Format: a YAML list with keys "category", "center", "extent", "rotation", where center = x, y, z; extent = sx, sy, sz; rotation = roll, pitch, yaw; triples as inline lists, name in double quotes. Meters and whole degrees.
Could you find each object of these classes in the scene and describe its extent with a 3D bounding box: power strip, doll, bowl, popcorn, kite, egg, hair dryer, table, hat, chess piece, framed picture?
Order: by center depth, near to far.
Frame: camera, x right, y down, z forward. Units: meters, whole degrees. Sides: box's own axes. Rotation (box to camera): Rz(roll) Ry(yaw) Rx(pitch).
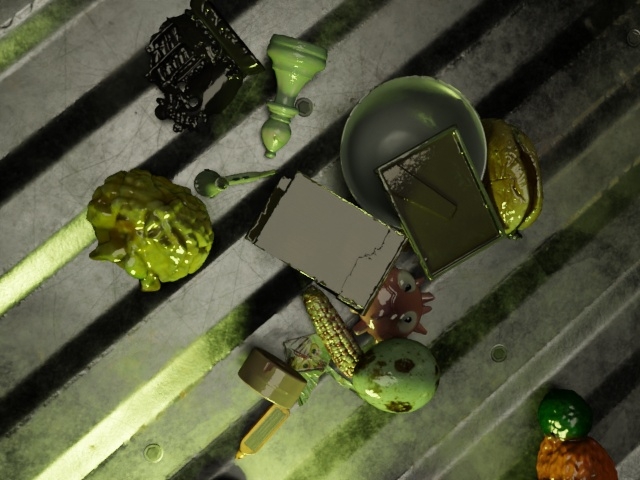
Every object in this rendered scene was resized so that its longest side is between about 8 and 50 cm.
- category: "popcorn"
  center: [-0.365, -0.025, 1.365]
  extent: [0.257, 0.224, 0.270]
  rotation: [-13, 105, 7]
- category: "hair dryer"
  center: [-0.182, -0.134, 1.415]
  extent: [0.199, 0.167, 0.067]
  rotation: [-9, 101, -10]
- category: "table"
  center: [0.000, 0.000, 1.415]
  extent: [0.282, 0.250, 0.196]
  rotation: [31, 88, -12]
- category: "framed picture"
  center: [0.273, -0.083, 1.423]
  extent: [0.213, 0.016, 0.289]
  rotation: [-30, 103, -6]
- category: "egg"
  center: [0.171, 0.308, 1.447]
  extent: [0.231, 0.169, 0.169]
  rotation: [5, 93, -39]
- category: "chess piece"
  center: [-0.080, -0.321, 1.457]
  extent: [0.139, 0.139, 0.272]
  rotation: [13, 103, -11]
- category: "power strip"
  center: [-0.110, 0.318, 1.466]
  extent: [0.154, 0.154, 0.078]
  rotation: [34, 85, -10]
- category: "bowl"
  center: [0.199, -0.201, 1.482]
  extent: [0.345, 0.157, 0.346]
  rotation: [-1, 97, -9]
- category: "power strip"
  center: [-0.143, 0.459, 1.528]
  extent: [0.049, 0.028, 0.178]
  rotation: [43, 85, -10]
- category: "doll"
  center: [0.172, 0.171, 1.533]
  extent: [0.211, 0.093, 0.262]
  rotation: [-7, 105, -15]
- category: "kite"
  center: [0.013, 0.312, 1.557]
  extent: [0.250, 0.012, 0.229]
  rotation: [35, 88, -12]
- category: "hat"
  center: [0.638, 0.594, 1.611]
  extent: [0.285, 0.285, 0.400]
  rotation: [8, 65, -11]

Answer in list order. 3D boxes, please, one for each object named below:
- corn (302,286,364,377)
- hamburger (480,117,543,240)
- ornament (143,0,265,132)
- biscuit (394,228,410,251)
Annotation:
- category: "corn"
  center: [0.032, 0.218, 1.512]
  extent: [0.079, 0.079, 0.237]
  rotation: [-32, 98, -7]
- category: "hamburger"
  center: [0.434, -0.145, 1.507]
  extent: [0.132, 0.211, 0.309]
  rotation: [-12, 94, -14]
- category: "ornament"
  center: [-0.288, -0.388, 1.423]
  extent: [0.260, 0.106, 0.251]
  rotation: [-38, 92, 3]
- category: "biscuit"
  center: [0.193, -0.023, 1.565]
  extent: [0.081, 0.018, 0.083]
  rotation: [25, 88, -10]
